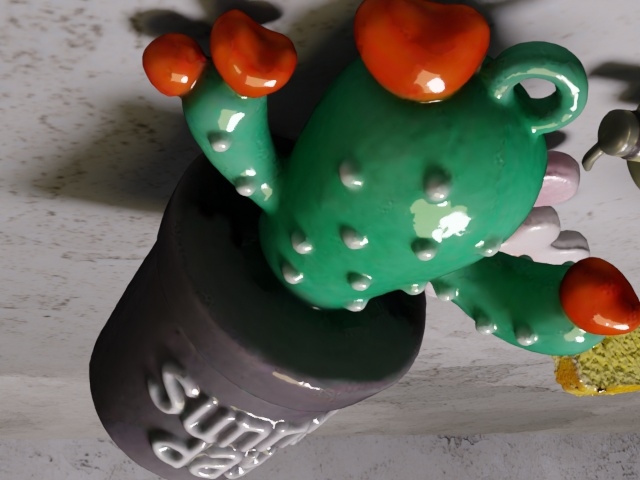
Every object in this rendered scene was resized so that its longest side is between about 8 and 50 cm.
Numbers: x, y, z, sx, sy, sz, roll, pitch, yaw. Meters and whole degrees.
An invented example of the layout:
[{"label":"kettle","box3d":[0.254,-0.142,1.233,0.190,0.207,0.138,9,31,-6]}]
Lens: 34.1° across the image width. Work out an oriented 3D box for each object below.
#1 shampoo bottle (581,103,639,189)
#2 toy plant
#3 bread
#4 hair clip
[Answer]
[{"label":"shampoo bottle","box3d":[0.240,-0.057,0.639,0.162,0.079,0.079,5,161,-25]},{"label":"toy plant","box3d":[0.010,0.010,0.633,0.400,0.279,0.185,-46,175,41]},{"label":"bread","box3d":[0.347,0.138,1.280,0.187,0.103,0.065,3,165,-36]},{"label":"hair clip","box3d":[0.124,-0.019,0.776,0.146,0.075,0.257,-3,160,15]}]
